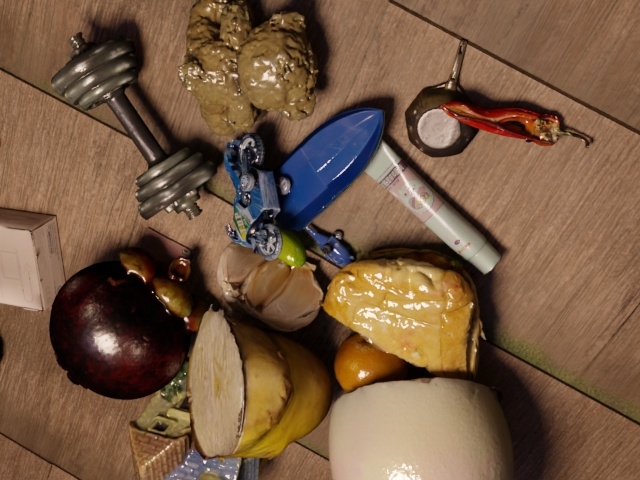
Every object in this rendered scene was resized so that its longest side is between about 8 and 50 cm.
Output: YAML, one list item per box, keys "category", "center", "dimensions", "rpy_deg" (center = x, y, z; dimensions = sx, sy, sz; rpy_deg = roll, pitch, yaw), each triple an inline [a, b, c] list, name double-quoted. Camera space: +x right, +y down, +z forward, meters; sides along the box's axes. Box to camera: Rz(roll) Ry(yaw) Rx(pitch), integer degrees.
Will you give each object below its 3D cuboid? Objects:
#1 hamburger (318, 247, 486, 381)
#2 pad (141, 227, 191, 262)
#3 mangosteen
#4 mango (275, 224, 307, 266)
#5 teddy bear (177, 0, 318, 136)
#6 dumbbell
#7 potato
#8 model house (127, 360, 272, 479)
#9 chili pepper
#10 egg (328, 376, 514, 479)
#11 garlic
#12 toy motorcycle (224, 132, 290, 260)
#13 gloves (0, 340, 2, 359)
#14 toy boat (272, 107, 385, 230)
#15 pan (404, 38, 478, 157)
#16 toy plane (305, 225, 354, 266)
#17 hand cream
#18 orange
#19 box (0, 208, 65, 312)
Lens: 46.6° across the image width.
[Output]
- category: "hamburger"
  center: [0.189, 0.109, 1.405]
  dimensions: [0.330, 0.162, 0.209]
  rpy_deg: [30, 117, 6]
- category: "pad"
  center: [-0.361, 0.069, 1.659]
  dimensions: [0.113, 0.006, 0.188]
  rpy_deg: [27, 121, 4]
- category: "mangosteen"
  center: [-0.389, 0.163, 1.555]
  dimensions: [0.347, 0.307, 0.307]
  rpy_deg: [-40, 97, -1]
- category: "mango"
  center: [-0.068, 0.012, 1.470]
  dimensions: [0.108, 0.073, 0.056]
  rpy_deg: [49, 114, 29]
- category: "teddy bear"
  center: [-0.123, -0.309, 1.326]
  dimensions: [0.256, 0.156, 0.267]
  rpy_deg: [0, 112, 17]
- category: "dumbbell"
  center: [-0.353, -0.215, 1.431]
  dimensions: [0.179, 0.179, 0.406]
  rpy_deg: [-27, 102, 27]
- category: "potato"
  center: [-0.088, 0.277, 1.469]
  dimensions: [0.296, 0.290, 0.397]
  rpy_deg: [2, 155, -26]
- category: "model house"
  center: [-0.272, 0.449, 1.656]
  dimensions: [0.321, 0.266, 0.261]
  rpy_deg: [10, 120, 14]
- category: "chili pepper"
  center: [0.328, -0.198, 1.269]
  dimensions: [0.267, 0.050, 0.059]
  rpy_deg: [11, 87, 0]
- category: "egg"
  center: [0.193, 0.464, 1.398]
  dimensions: [0.354, 0.340, 0.354]
  rpy_deg: [-2, 151, -1]
- category: "garlic"
  center: [-0.114, 0.104, 1.506]
  dimensions: [0.229, 0.178, 0.143]
  rpy_deg: [42, 142, 9]
- category: "toy motorcycle"
  center: [-0.130, -0.077, 1.391]
  dimensions: [0.135, 0.092, 0.255]
  rpy_deg: [-26, 71, 47]
- category: "gloves"
  center: [-0.865, 0.274, 1.862]
  dimensions: [0.164, 0.124, 0.203]
  rpy_deg: [50, 150, 24]
- category: "toy boat"
  center: [0.017, -0.145, 1.378]
  dimensions: [0.295, 0.088, 0.129]
  rpy_deg: [-41, 76, 33]
- category: "pan"
  center: [0.205, -0.238, 1.305]
  dimensions: [0.128, 0.048, 0.202]
  rpy_deg: [-6, 112, 18]
- category: "toy plane"
  center: [0.000, 0.000, 1.486]
  dimensions: [0.167, 0.054, 0.062]
  rpy_deg: [41, 145, -3]
- category: "hand cream"
  center: [0.201, -0.067, 1.387]
  dimensions: [0.331, 0.058, 0.085]
  rpy_deg: [44, 139, 1]
- category: "orange"
  center: [0.105, 0.256, 1.506]
  dimensions: [0.154, 0.155, 0.134]
  rpy_deg: [-7, 116, 21]
- category: "box"
  center: [-0.726, 0.038, 1.709]
  dimensions: [0.251, 0.106, 0.203]
  rpy_deg: [7, 116, 14]
